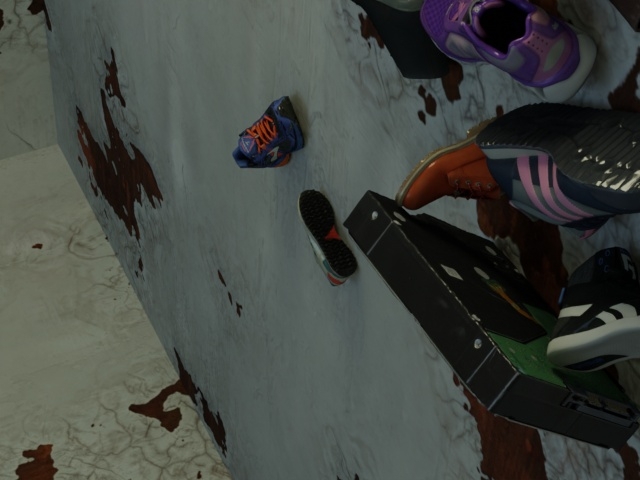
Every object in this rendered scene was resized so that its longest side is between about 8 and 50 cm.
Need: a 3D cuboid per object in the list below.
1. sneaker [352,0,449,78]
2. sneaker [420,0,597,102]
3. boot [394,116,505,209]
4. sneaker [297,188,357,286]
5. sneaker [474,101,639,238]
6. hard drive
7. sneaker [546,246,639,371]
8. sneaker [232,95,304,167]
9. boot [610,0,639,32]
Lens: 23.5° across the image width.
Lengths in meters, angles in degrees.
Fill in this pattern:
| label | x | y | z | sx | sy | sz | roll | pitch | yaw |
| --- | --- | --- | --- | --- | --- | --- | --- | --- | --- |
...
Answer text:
| label | x | y | z | sx | sy | sz | roll | pitch | yaw |
| --- | --- | --- | --- | --- | --- | --- | --- | --- | --- |
| sneaker | 0.085 | -0.275 | 1.904 | 0.222 | 0.083 | 0.118 | -134 | 27 | -57 |
| sneaker | 0.177 | -0.226 | 1.598 | 0.236 | 0.104 | 0.095 | 34 | 98 | 48 |
| boot | 0.164 | -0.069 | 1.763 | 0.084 | 0.158 | 0.059 | 55 | 171 | 22 |
| sneaker | 0.000 | 0.000 | 2.420 | 0.161 | 0.057 | 0.075 | 63 | 154 | 18 |
| sneaker | 0.280 | -0.057 | 1.562 | 0.131 | 0.112 | 0.319 | 61 | 169 | -21 |
| hard drive | 0.190 | 0.089 | 1.728 | 0.064 | 0.237 | 0.339 | -55 | 44 | 16 |
| sneaker | 0.319 | 0.056 | 1.557 | 0.217 | 0.079 | 0.121 | -17 | 53 | 48 |
| sneaker | -0.085 | -0.161 | 2.470 | 0.083 | 0.087 | 0.221 | 66 | 160 | 14 |
| boot | 0.245 | -0.270 | 1.448 | 0.248 | 0.090 | 0.207 | 109 | 141 | -55 |
